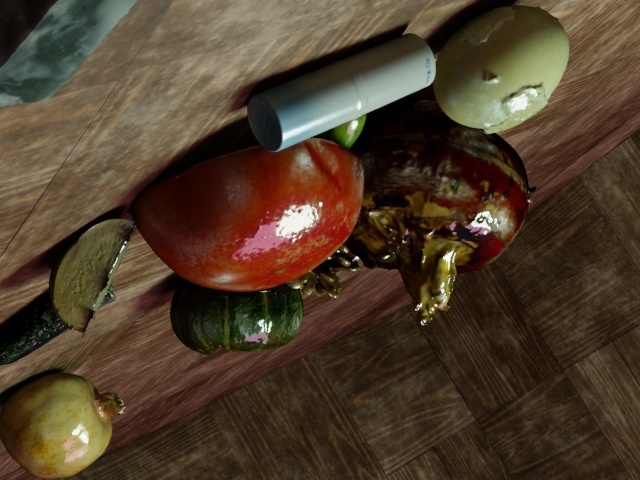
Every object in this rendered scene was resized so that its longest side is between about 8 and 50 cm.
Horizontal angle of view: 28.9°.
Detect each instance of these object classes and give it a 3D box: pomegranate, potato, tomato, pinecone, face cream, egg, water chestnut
[{"bbox_3d":[-0.485,0.337,2.289,0.207,0.207,0.207,-30,170,-6],"label":"pomegranate"},{"bbox_3d":[-0.315,0.028,1.664,0.100,0.089,0.172,-92,-153,-80],"label":"potato"},{"bbox_3d":[-0.082,-0.016,1.699,0.338,0.144,0.338,-17,166,-4],"label":"tomato"},{"bbox_3d":[0.000,0.003,2.143,0.195,0.179,0.150,-38,140,-1],"label":"pinecone"},{"bbox_3d":[0.029,-0.188,1.563,0.250,0.077,0.077,-26,169,-30],"label":"face cream"},{"bbox_3d":[0.252,-0.240,1.729,0.201,0.164,0.164,-35,170,0],"label":"egg"},{"bbox_3d":[0.166,-0.041,1.959,0.335,0.347,0.335,13,160,5],"label":"water chestnut"}]

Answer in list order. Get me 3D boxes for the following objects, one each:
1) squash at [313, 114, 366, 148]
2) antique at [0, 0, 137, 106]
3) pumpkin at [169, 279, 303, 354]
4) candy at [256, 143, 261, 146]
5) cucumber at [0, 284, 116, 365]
[{"bbox_3d":[0.002,-0.135,1.770,0.069,0.069,0.258,-24,168,-33],"label":"squash"},{"bbox_3d":[-0.211,-0.175,0.911,0.183,0.088,0.086,-38,168,36],"label":"antique"},{"bbox_3d":[-0.147,0.116,2.185,0.237,0.159,0.238,-5,180,0],"label":"pumpkin"},{"bbox_3d":[-0.080,-0.128,1.692,0.035,0.035,0.123,27,115,-41],"label":"candy"},{"bbox_3d":[-0.396,0.112,1.825,0.245,0.067,0.067,-33,170,21],"label":"cucumber"}]
